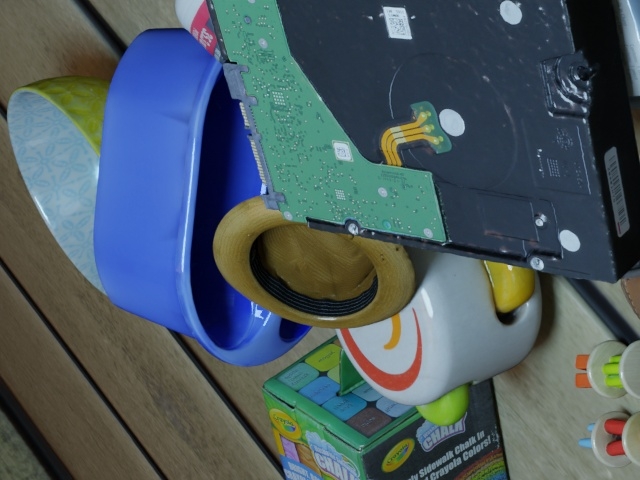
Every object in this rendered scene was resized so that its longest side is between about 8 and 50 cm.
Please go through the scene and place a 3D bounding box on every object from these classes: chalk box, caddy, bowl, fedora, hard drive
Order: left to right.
[{"bbox_3d":[-0.233,-0.085,2.165,0.289,0.156,0.289,42,149,33],"label":"bowl"},{"bbox_3d":[-0.072,-0.054,1.710,0.179,0.241,0.341,12,100,36],"label":"caddy"},{"bbox_3d":[0.000,0.000,1.594,0.194,0.079,0.194,9,144,7],"label":"fedora"},{"bbox_3d":[0.068,0.200,1.901,0.179,0.180,0.289,28,139,48],"label":"chalk box"},{"bbox_3d":[0.073,-0.105,1.331,0.339,0.064,0.237,9,126,40],"label":"hard drive"}]

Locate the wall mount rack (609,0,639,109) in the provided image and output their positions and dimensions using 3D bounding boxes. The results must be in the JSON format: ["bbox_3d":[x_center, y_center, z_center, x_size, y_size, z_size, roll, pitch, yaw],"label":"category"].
[{"bbox_3d":[0.245,-0.201,1.222,0.304,0.130,0.350,12,128,62],"label":"wall mount rack"}]

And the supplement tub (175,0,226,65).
[{"bbox_3d":[0.029,-0.168,1.528,0.272,0.191,0.191,45,153,3],"label":"supplement tub"}]

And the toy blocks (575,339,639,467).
[{"bbox_3d":[0.266,0.148,1.627,0.123,0.054,0.148,62,155,-7],"label":"toy blocks"}]

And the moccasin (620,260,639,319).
[{"bbox_3d":[0.340,0.035,1.272,0.147,0.139,0.380,58,155,1],"label":"moccasin"}]

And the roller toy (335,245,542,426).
[{"bbox_3d":[0.110,0.046,1.695,0.191,0.146,0.209,47,143,35],"label":"roller toy"}]
